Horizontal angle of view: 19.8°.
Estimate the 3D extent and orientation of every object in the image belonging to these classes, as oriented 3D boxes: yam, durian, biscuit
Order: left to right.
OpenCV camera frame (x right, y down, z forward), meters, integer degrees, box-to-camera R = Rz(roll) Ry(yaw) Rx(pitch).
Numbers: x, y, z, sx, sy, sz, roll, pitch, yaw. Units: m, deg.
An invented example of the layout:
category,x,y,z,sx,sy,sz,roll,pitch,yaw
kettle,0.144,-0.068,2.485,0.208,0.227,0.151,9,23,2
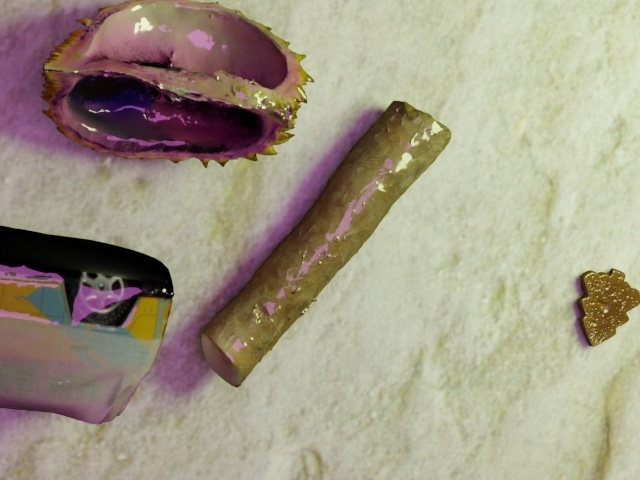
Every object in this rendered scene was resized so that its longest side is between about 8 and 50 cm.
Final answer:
category,x,y,z,sx,sy,sz,roll,pitch,yaw
durian,-0.145,-0.169,1.862,0.260,0.154,0.187,22,65,-11
yam,0.000,0.000,1.940,0.081,0.081,0.357,43,80,-15
biscuit,0.321,0.076,2.072,0.082,0.016,0.092,19,89,-22

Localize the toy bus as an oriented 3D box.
category,x,y,z,sx,sy,sz,roll,pitch,yaw
toy bus,-0.341,0.075,1.803,0.386,0.171,0.162,9,101,-17
